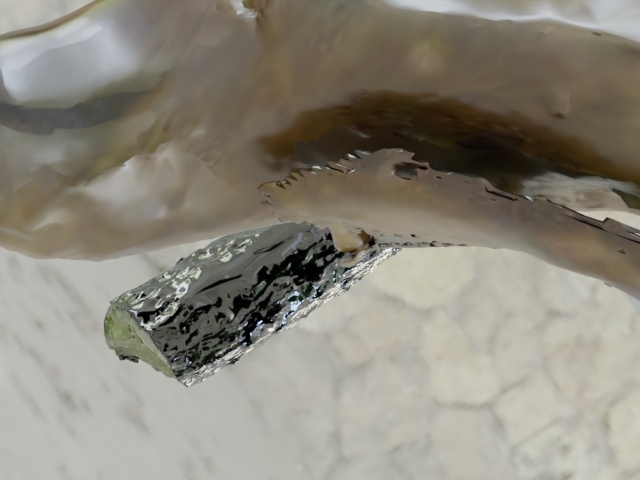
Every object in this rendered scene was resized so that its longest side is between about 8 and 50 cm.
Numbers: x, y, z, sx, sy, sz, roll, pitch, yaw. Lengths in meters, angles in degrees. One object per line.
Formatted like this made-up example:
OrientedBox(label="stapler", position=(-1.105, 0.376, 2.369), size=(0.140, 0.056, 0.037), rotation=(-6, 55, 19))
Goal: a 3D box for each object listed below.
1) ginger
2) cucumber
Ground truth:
OrientedBox(label="ginger", position=(0.064, -0.025, 0.401), size=(0.309, 0.133, 0.107), rotation=(18, 5, 14))
OrientedBox(label="cucumber", position=(0.000, 0.000, 1.095), size=(0.081, 0.303, 0.072), rotation=(11, -53, 54))
